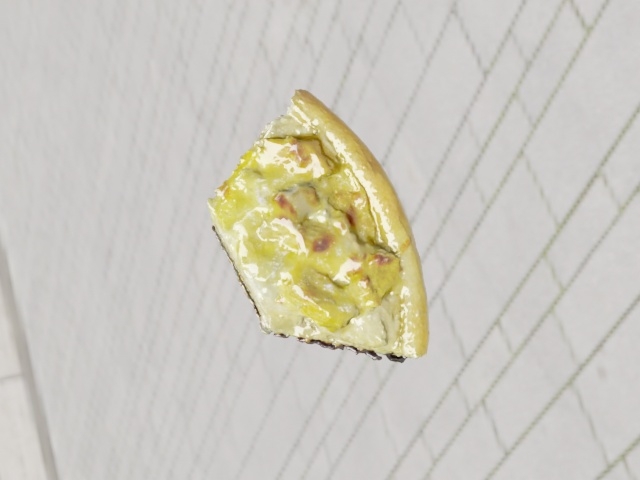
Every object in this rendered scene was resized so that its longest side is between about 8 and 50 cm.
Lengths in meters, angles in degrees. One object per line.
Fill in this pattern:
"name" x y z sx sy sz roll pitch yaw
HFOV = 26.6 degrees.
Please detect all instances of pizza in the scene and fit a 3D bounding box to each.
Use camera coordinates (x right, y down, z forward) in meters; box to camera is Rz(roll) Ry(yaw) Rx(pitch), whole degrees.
"pizza" 0.000 0.000 0.729 0.160 0.099 0.036 66 169 5
